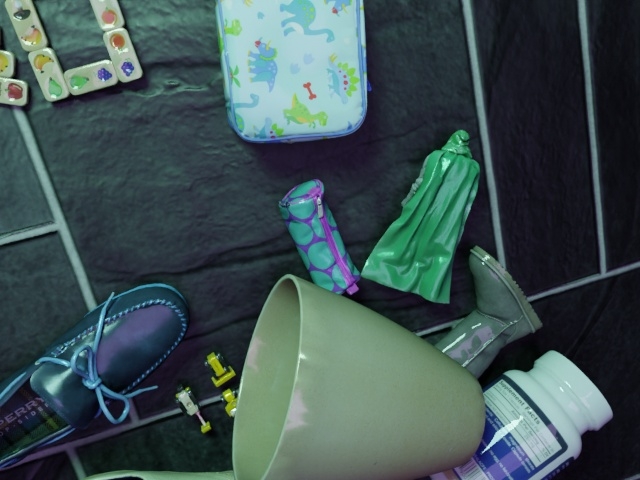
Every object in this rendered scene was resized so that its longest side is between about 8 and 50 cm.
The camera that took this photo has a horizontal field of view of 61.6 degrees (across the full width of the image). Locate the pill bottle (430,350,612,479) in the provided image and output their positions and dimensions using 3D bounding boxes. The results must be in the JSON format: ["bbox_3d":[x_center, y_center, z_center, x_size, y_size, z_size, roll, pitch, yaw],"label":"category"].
[{"bbox_3d":[0.285,0.292,0.804,0.264,0.153,0.153,-36,108,-2],"label":"pill bottle"}]

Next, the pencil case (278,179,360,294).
[{"bbox_3d":[0.000,0.000,0.713,0.064,0.070,0.152,-35,112,-28],"label":"pencil case"}]

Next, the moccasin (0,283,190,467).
[{"bbox_3d":[-0.304,0.192,0.668,0.342,0.117,0.138,-39,108,-1],"label":"moccasin"}]

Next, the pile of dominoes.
[{"bbox_3d":[-0.333,-0.275,0.581,0.196,0.040,0.251,-18,106,-3],"label":"pile of dominoes"}]

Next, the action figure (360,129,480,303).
[{"bbox_3d":[0.156,-0.039,0.741,0.137,0.063,0.232,17,103,-14],"label":"action figure"}]

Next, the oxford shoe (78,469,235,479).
[{"bbox_3d":[-0.145,0.351,0.652,0.396,0.146,0.141,-5,63,10],"label":"oxford shoe"}]

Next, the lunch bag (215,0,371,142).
[{"bbox_3d":[-0.032,-0.227,0.640,0.176,0.090,0.219,-8,105,-9],"label":"lunch bag"}]

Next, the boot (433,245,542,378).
[{"bbox_3d":[0.209,0.135,0.799,0.208,0.076,0.190,-37,106,5],"label":"boot"}]

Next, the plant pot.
[{"bbox_3d":[0.057,0.198,0.679,0.274,0.256,0.257,15,100,-17],"label":"plant pot"}]

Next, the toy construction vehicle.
[{"bbox_3d":[-0.155,0.213,0.754,0.086,0.035,0.098,-34,111,-14],"label":"toy construction vehicle"}]
